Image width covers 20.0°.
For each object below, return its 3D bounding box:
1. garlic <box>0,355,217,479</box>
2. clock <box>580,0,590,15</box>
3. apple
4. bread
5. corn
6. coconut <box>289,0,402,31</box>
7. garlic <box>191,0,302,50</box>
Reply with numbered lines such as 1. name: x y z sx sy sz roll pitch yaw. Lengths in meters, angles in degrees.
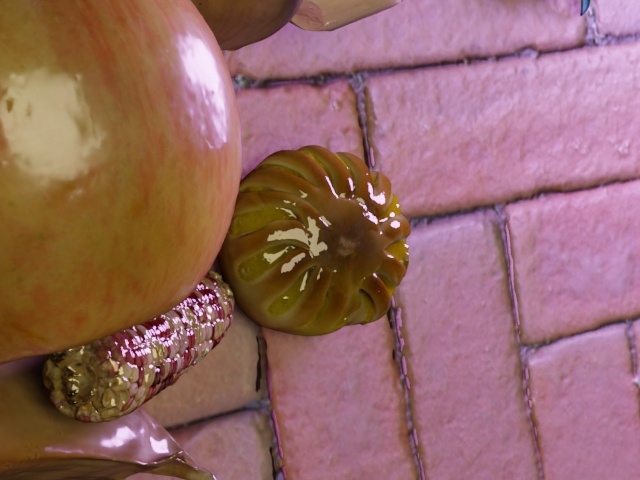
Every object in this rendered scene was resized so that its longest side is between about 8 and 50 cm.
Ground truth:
1. garlic: -0.254 0.188 1.644 0.338 0.196 0.151 17 103 -43
2. clock: 0.274 -0.320 2.035 0.147 0.045 0.108 45 69 -24
3. apple: -0.261 -0.078 1.512 0.391 0.391 0.347 -16 97 -30
4. bread: 0.000 0.000 1.839 0.213 0.104 0.213 2 86 -29
5. corn: -0.158 0.091 1.678 0.290 0.098 0.098 -31 109 -67
6. coconut: 0.000 -0.293 1.807 0.183 0.171 0.171 -16 100 9
7. garlic: -0.085 -0.238 1.708 0.148 0.267 0.128 15 44 7
